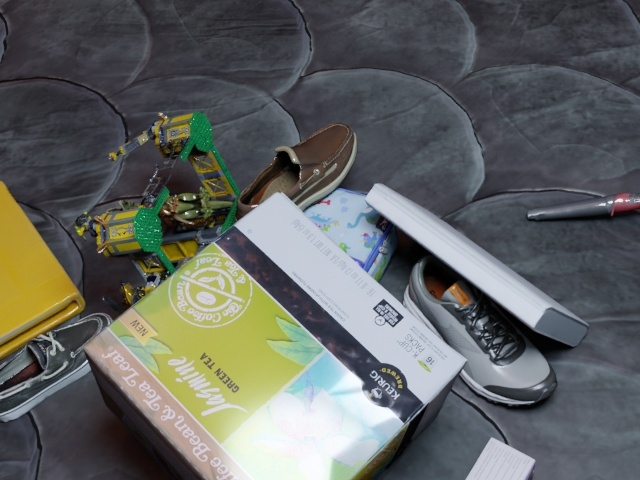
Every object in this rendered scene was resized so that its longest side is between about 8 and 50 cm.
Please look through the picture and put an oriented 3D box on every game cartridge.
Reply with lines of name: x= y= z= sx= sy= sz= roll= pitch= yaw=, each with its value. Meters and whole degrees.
game cartridge: x=-0.568 y=0.070 z=1.475 sx=0.285 sy=0.052 sz=0.323 roll=-31 pitch=51 yaw=-17

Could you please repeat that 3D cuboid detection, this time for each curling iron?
curling iron: x=0.460 y=-0.047 z=1.432 sx=0.274 sy=0.068 sz=0.035 roll=-5 pitch=52 yaw=10

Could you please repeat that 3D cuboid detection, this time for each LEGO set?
LEGO set: x=-0.257 y=-0.021 z=1.369 sx=0.192 sy=0.255 sz=0.331 roll=-9 pitch=47 yaw=25

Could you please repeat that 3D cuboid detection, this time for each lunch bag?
lunch bag: x=0.000 y=0.000 z=1.430 sx=0.219 sy=0.090 sz=0.176 roll=20 pitch=58 yaw=23

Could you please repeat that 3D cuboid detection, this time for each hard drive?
hard drive: x=0.221 y=0.034 z=1.309 sx=0.307 sy=0.203 sz=0.040 roll=39 pitch=99 yaw=32

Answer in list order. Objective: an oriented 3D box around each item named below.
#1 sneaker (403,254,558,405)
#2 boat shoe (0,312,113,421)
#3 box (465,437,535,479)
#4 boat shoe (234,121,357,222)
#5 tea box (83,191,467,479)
sneaker: x=0.214 y=0.124 z=1.287 sx=0.100 sy=0.108 sz=0.271 roll=-34 pitch=56 yaw=-21
boat shoe: x=-0.393 y=0.174 z=1.347 sx=0.078 sy=0.070 sz=0.219 roll=35 pitch=63 yaw=30
box: x=0.155 y=0.386 z=1.106 sx=0.067 sy=0.063 sz=0.324 roll=24 pitch=58 yaw=24
boat shoe: x=-0.032 y=-0.105 z=1.400 sx=0.095 sy=0.095 sz=0.257 roll=22 pitch=57 yaw=29
tea box: x=-0.057 y=0.181 z=1.161 sx=0.329 sy=0.220 sz=0.323 roll=41 pitch=67 yaw=17
